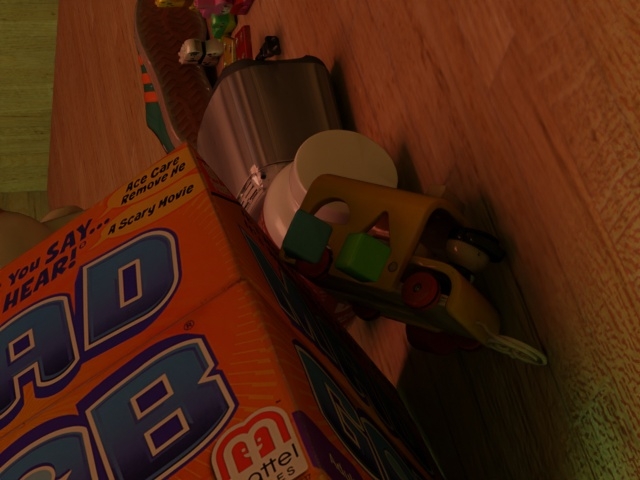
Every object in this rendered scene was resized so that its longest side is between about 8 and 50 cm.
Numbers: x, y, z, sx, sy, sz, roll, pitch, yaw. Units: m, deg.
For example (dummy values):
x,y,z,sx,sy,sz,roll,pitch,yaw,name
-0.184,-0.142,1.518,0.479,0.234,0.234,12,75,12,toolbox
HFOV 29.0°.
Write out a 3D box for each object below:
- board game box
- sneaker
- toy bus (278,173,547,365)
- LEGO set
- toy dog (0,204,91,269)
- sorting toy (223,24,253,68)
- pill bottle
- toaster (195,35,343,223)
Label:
x,y,z,sx,sy,sz,roll,pitch,yaw,name
-0.109,0.226,0.919,0.356,0.356,0.356,51,-172,-40,board game box
-0.213,-0.223,1.762,0.121,0.108,0.302,123,138,-55,sneaker
0.072,0.010,0.936,0.104,0.202,0.191,-66,6,-12,toy bus
-0.163,-0.306,1.614,0.227,0.093,0.087,139,125,-68,LEGO set
-0.302,0.070,1.616,0.395,0.408,0.284,149,115,-70,toy dog
-0.071,-0.119,1.450,0.132,0.046,0.274,151,114,-70,sorting toy
0.000,0.000,1.135,0.216,0.121,0.121,111,150,-54,pill bottle
-0.044,-0.084,1.254,0.227,0.129,0.146,120,139,-56,toaster
